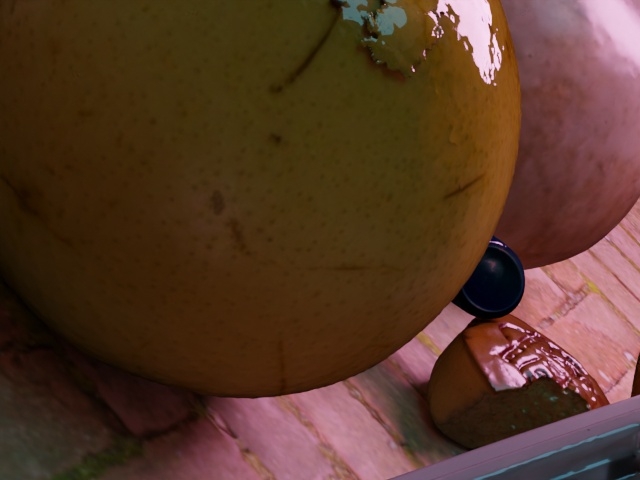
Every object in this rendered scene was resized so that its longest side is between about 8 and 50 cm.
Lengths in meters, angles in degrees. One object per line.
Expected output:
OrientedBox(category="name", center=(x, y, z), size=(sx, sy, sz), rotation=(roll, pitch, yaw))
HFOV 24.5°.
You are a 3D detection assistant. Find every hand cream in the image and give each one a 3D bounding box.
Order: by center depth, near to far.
OrientedBox(category="hand cream", center=(0.053, -0.028, 1.163), size=(0.120, 0.061, 0.270), rotation=(36, 3, -43))

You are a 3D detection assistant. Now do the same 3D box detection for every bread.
OrientedBox(category="bread", center=(0.149, 0.113, 1.104), size=(0.156, 0.086, 0.125), rotation=(29, 25, -25))

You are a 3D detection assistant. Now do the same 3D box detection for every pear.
OrientedBox(category="pear", center=(-0.047, -0.078, 0.858), size=(0.348, 0.348, 0.348), rotation=(34, 24, -17))

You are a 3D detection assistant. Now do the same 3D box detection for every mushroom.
OrientedBox(category="mushroom", center=(0.153, -0.131, 1.326), size=(0.297, 0.298, 0.290), rotation=(27, 5, -30))

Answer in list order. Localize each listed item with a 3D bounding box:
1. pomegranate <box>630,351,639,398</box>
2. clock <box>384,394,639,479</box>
OrientedBox(category="pomegranate", center=(0.425, 0.147, 1.175), size=(0.338, 0.338, 0.338), rotation=(34, 24, -17))
OrientedBox(category="clock", center=(0.135, 0.183, 0.742), size=(0.262, 0.116, 0.231), rotation=(-14, 43, -20))
